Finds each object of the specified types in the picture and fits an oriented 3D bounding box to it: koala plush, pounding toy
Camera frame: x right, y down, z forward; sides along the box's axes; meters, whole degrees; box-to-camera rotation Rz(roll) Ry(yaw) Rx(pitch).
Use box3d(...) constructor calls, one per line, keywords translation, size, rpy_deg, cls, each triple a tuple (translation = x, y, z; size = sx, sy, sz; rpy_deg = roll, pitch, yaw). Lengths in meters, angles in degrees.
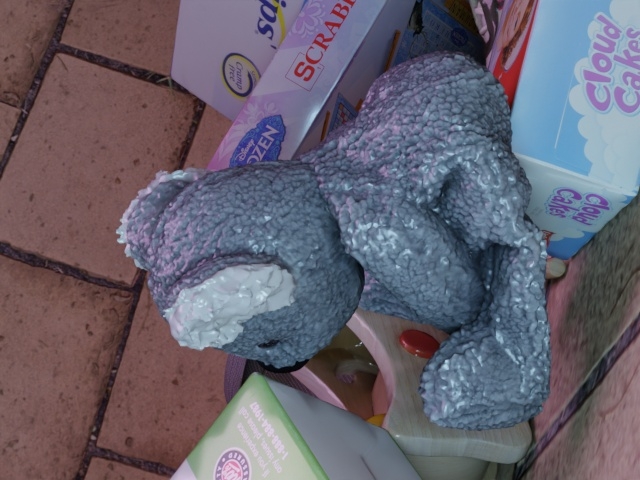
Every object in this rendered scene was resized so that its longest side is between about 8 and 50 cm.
box3d(translation=(0.000, 0.000, 1.020), size=(0.196, 0.221, 0.203), rpy_deg=(-121, 24, -62), cls="koala plush")
box3d(translation=(0.068, 0.064, 1.190), size=(0.269, 0.154, 0.155), rpy_deg=(-81, 8, -63), cls="pounding toy")

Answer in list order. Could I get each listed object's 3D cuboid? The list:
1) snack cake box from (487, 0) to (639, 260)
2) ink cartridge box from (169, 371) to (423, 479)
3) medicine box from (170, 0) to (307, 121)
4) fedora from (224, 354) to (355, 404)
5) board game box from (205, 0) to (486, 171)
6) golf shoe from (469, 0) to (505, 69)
box3d(translation=(0.168, -0.138, 1.137), size=(0.152, 0.089, 0.264), rpy_deg=(124, 163, -72), cls="snack cake box")
box3d(translation=(-0.063, 0.280, 1.000), size=(0.353, 0.119, 0.207), rpy_deg=(-52, 40, 13), cls="ink cartridge box")
box3d(translation=(0.022, -0.268, 1.601), size=(0.289, 0.149, 0.263), rpy_deg=(-36, -30, -40), cls="medicine box")
box3d(translation=(0.040, 0.071, 1.550), size=(0.275, 0.124, 0.244), rpy_deg=(-52, -21, -12), cls="fedora")
box3d(translation=(0.050, -0.129, 1.558), size=(0.318, 0.066, 0.318), rpy_deg=(-59, -22, 2), cls="board game box")
box3d(translation=(0.153, -0.191, 1.415), size=(0.105, 0.120, 0.273), rpy_deg=(131, 154, -78), cls="golf shoe")
